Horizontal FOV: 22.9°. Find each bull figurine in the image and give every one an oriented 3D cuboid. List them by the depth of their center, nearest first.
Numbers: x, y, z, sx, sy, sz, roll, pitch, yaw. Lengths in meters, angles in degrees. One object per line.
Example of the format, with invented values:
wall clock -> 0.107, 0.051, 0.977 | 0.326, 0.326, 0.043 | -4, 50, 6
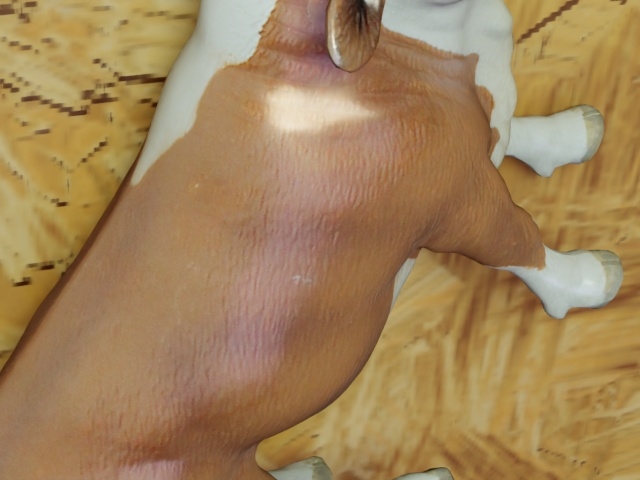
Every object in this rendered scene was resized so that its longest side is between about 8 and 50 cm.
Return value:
bull figurine -> 0.000, 0.000, 0.525 | 0.188, 0.101, 0.310 | 23, 117, -35
